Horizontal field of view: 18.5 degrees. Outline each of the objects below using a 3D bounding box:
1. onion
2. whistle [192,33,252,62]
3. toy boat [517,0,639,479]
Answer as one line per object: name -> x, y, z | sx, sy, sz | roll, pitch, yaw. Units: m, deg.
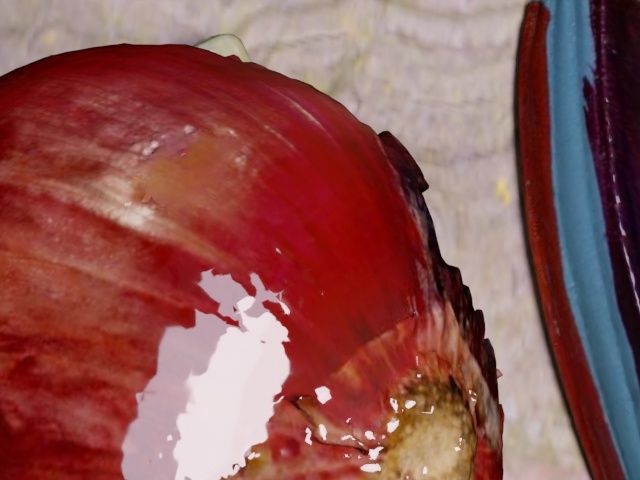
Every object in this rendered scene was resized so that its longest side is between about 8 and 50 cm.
onion -> -0.074, 0.096, 0.883 | 0.341, 0.341, 0.341 | 5, 76, -20
whistle -> 0.000, 0.000, 1.082 | 0.258, 0.067, 0.126 | 59, 22, 13
toy boat -> 0.199, 0.032, 1.170 | 0.136, 0.079, 0.392 | -4, 77, -21
